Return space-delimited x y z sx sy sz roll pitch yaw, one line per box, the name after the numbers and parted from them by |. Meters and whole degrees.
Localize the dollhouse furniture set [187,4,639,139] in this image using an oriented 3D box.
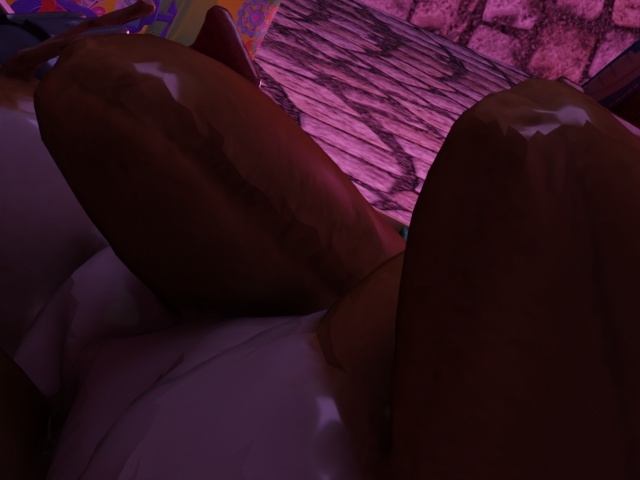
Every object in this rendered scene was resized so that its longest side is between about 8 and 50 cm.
0.012 -0.017 1.088 0.374 0.201 0.152 30 -19 11 | dollhouse furniture set

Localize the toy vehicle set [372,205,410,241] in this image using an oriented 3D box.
0.000 0.000 1.495 0.166 0.035 0.267 26 12 -5 | toy vehicle set

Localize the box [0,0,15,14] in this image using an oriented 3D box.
-0.259 -0.176 1.307 0.322 0.058 0.232 51 -2 -31 | box

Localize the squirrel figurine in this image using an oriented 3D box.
-0.002 0.096 0.662 0.397 0.281 0.370 37 0 -31 | squirrel figurine

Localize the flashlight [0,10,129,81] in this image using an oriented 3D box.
-0.219 -0.063 0.960 0.304 0.103 0.103 -12 64 -43 | flashlight

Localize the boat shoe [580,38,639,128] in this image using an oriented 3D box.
0.167 -0.061 1.127 0.066 0.066 0.183 53 -25 2 | boat shoe

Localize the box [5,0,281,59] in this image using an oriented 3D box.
-0.226 -0.233 1.662 0.290 0.177 0.279 21 13 -28 | box
